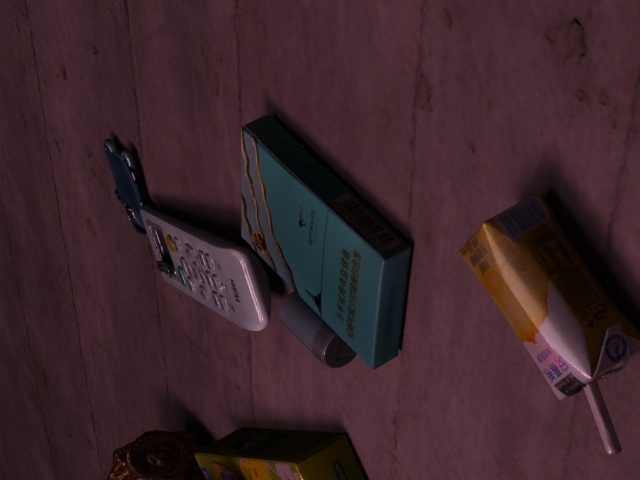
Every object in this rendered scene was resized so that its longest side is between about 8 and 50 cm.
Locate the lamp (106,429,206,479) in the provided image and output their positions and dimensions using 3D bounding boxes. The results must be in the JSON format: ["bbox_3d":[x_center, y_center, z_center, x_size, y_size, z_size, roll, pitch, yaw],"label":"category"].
[{"bbox_3d":[-0.214,0.394,2.087,0.177,0.177,0.274,40,148,39],"label":"lamp"}]

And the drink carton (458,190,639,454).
[{"bbox_3d":[0.194,0.065,1.128,0.200,0.074,0.084,56,154,11],"label":"drink carton"}]

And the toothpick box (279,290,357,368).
[{"bbox_3d":[0.000,0.091,1.531,0.083,0.052,0.052,40,146,40],"label":"toothpick box"}]

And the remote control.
[{"bbox_3d":[-0.135,0.026,1.720,0.293,0.051,0.103,20,131,59],"label":"remote control"}]

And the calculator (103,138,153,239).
[{"bbox_3d":[-0.241,-0.062,1.865,0.094,0.019,0.141,30,140,49],"label":"calculator"}]

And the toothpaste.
[{"bbox_3d":[-0.046,0.297,1.780,0.327,0.077,0.110,-12,105,63],"label":"toothpaste"}]

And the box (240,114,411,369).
[{"bbox_3d":[0.000,0.000,1.456,0.229,0.041,0.162,44,148,33],"label":"box"}]
